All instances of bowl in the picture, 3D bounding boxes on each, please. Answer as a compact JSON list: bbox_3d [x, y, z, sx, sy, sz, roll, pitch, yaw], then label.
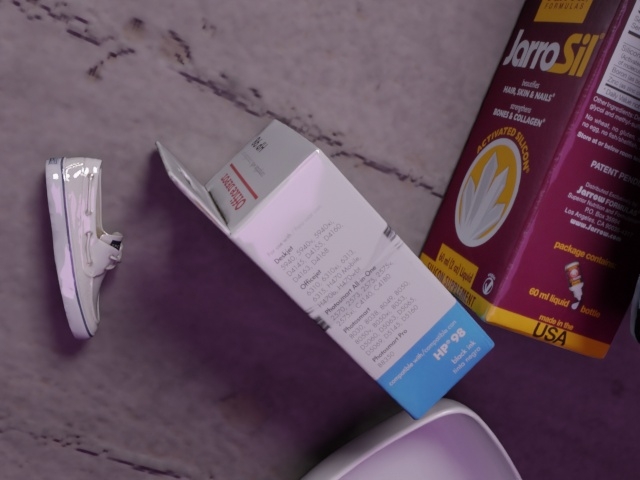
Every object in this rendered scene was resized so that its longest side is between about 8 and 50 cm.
[{"bbox_3d":[0.057,0.173,0.534,0.142,0.053,0.142,-31,111,-4],"label":"bowl"}]

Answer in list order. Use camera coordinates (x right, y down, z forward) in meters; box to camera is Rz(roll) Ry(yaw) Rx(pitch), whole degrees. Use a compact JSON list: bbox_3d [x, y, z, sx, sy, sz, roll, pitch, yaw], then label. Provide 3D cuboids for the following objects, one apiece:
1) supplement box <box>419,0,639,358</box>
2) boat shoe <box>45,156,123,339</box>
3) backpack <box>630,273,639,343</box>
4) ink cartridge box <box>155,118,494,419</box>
[{"bbox_3d":[0.138,-0.045,0.465,0.081,0.104,0.188,18,100,-19],"label":"supplement box"},{"bbox_3d":[-0.123,0.004,0.448,0.035,0.035,0.100,-6,100,-10],"label":"boat shoe"},{"bbox_3d":[0.271,-0.049,0.366,0.225,0.191,0.253,-10,113,-35],"label":"backpack"},{"bbox_3d":[0.000,0.000,0.441,0.060,0.104,0.180,-43,112,0],"label":"ink cartridge box"}]
